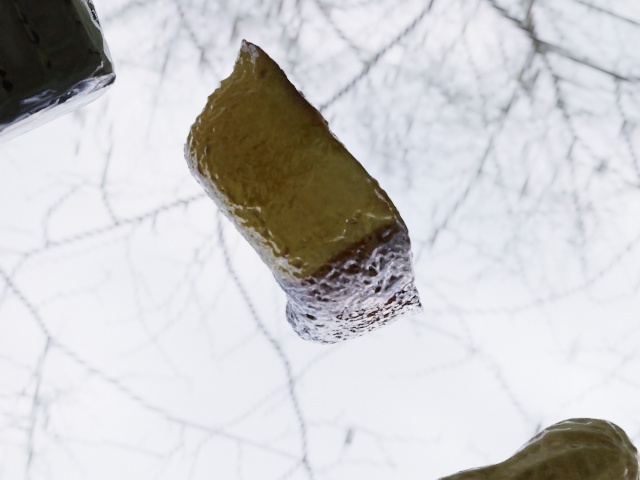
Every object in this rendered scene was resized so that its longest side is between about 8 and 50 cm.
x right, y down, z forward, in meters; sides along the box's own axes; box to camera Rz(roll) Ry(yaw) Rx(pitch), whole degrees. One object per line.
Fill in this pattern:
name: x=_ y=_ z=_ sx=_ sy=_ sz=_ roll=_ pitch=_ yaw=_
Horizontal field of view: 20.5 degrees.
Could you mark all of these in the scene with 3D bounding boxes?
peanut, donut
peanut: x=0.181 y=0.261 z=1.670 sx=0.298 sy=0.120 sz=0.136 roll=-22 pitch=-171 yaw=-16
donut: x=0.000 y=0.000 z=1.404 sx=0.112 sy=0.295 sz=0.151 roll=-38 pitch=-145 yaw=-6

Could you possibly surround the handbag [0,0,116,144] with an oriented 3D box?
handbag: x=-0.252 y=-0.114 z=0.947 sx=0.254 sy=0.181 sz=0.181 roll=-25 pitch=-174 yaw=-13
